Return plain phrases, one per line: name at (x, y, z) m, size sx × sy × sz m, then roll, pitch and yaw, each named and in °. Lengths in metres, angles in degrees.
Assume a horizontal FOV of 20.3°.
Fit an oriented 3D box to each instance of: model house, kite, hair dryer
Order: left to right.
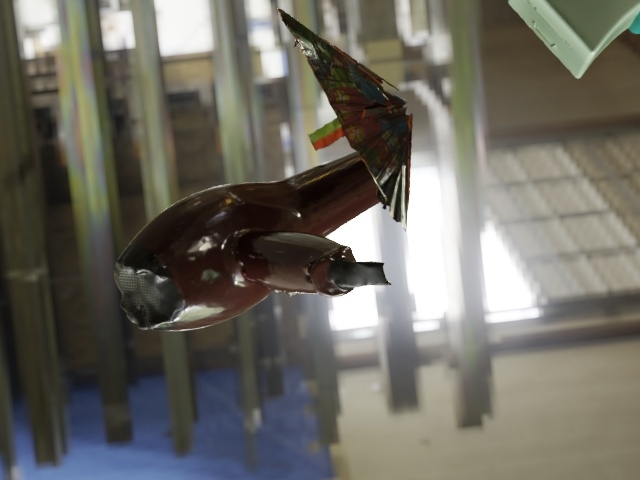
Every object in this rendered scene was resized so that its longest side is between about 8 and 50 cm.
hair dryer at (0.000, 0.000, 1.645) m, size 0.340 × 0.312 × 0.123 m, roll 7°, pitch -61°, yaw 57°
kite at (0.031, -0.120, 1.675) m, size 0.241 × 0.014 × 0.183 m, roll 59°, pitch 35°, yaw 0°
model house at (0.294, -0.270, 1.897) m, size 0.127 × 0.149 × 0.100 m, roll 50°, pitch -6°, yaw 7°
